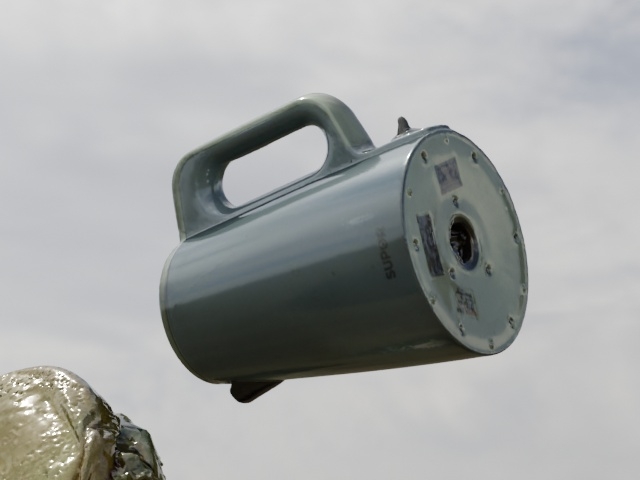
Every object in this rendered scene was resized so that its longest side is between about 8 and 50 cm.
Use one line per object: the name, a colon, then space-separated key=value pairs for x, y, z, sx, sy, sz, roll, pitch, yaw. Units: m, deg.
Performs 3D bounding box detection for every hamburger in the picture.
hamburger: x=-0.189 y=0.177 z=1.196 sx=0.215 sy=0.189 sz=0.122 roll=30 pitch=-15 yaw=51

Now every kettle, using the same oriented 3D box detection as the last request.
kettle: x=0.000 y=0.000 z=1.365 sx=0.243 sy=0.211 sz=0.160 roll=-14 pitch=-1 yaw=34
